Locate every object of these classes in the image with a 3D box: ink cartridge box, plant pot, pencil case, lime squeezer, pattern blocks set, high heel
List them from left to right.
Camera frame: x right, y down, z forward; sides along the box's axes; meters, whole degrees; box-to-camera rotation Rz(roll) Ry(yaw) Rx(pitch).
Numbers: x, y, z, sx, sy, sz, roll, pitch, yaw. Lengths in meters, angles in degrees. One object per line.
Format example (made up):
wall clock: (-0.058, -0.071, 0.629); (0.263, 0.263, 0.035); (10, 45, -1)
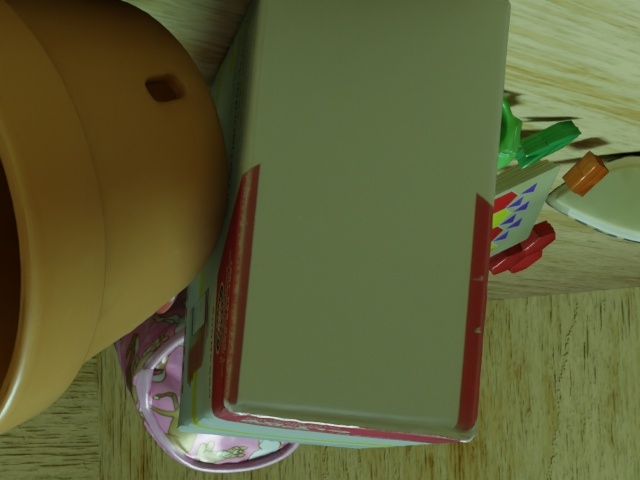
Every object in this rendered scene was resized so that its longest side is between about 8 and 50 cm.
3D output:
plant pot: (-0.195, -0.034, 1.125); (0.291, 0.291, 0.203); (-8, -173, 43)
pencil case: (-0.106, 0.055, 1.650); (0.167, 0.160, 0.386); (-29, -153, 2)
ink cartridge box: (0.000, 0.000, 1.290); (0.160, 0.279, 0.385); (5, 171, -8)
lime squeezer: (0.119, -0.104, 1.565); (0.110, 0.059, 0.310); (30, 176, 5)
pattern blocks set: (0.151, -0.015, 1.804); (0.285, 0.026, 0.325); (-22, 160, -23)
high heel: (0.375, -0.044, 1.972); (0.261, 0.093, 0.186); (-2, -179, 12)

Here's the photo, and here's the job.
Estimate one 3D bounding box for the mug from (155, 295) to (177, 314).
mug: (-0.203, 0.017, 1.441); (0.169, 0.150, 0.113); (3, -172, -29)
